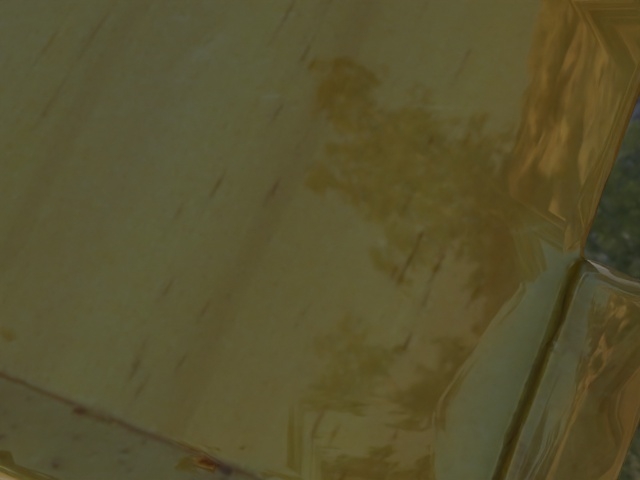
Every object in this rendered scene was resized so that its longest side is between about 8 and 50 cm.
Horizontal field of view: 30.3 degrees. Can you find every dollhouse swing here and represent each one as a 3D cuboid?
[{"bbox_3d":[-0.056,-0.030,0.455,0.315,0.347,0.304,98,-166,-63],"label":"dollhouse swing"}]
